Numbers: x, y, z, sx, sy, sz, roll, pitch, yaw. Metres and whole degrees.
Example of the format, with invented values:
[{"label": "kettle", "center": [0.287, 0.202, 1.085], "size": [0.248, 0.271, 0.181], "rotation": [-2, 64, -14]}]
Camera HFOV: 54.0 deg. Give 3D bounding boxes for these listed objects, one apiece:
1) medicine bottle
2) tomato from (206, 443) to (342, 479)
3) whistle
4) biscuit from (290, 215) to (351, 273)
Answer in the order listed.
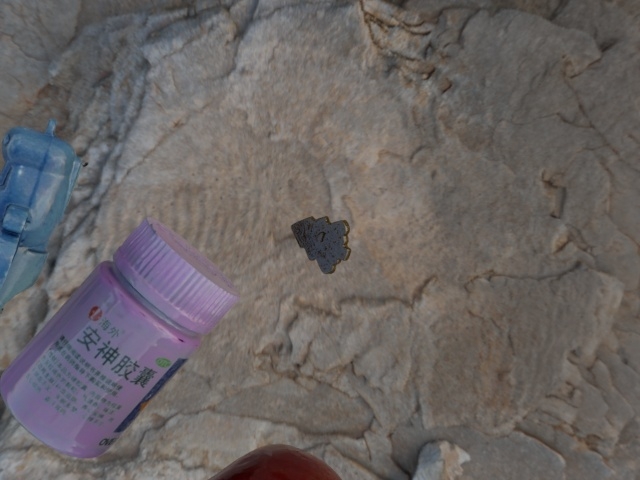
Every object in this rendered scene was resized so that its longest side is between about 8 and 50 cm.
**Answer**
[{"label": "medicine bottle", "center": [-0.265, 0.128, 0.849], "size": [0.178, 0.178, 0.291], "rotation": [42, 89, -6]}, {"label": "tomato", "center": [-0.082, 0.412, 0.744], "size": [0.325, 0.293, 0.290], "rotation": [-22, 140, -27]}, {"label": "whistle", "center": [-0.355, -0.015, 0.731], "size": [0.093, 0.180, 0.269], "rotation": [22, 91, -26]}, {"label": "biscuit", "center": [0.000, 0.000, 0.842], "size": [0.092, 0.016, 0.082], "rotation": [26, 116, 23]}]
